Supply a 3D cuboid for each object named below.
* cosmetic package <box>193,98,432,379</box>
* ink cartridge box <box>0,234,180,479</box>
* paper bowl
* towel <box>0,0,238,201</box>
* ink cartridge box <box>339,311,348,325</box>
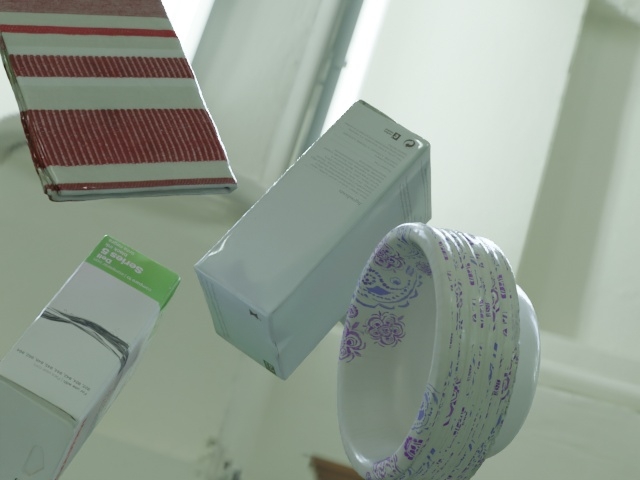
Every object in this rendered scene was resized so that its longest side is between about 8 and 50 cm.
[{"bbox_3d":[0.000,0.000,1.896,0.156,0.385,0.217,34,-25,24],"label":"cosmetic package"},{"bbox_3d":[-0.296,0.156,1.473,0.115,0.273,0.198,31,-50,0],"label":"ink cartridge box"},{"bbox_3d":[0.134,0.131,1.349,0.148,0.284,0.284,12,-16,-18],"label":"paper bowl"},{"bbox_3d":[-0.254,-0.183,1.479,0.237,0.329,0.037,-5,-33,-32],"label":"towel"},{"bbox_3d":[0.036,0.087,2.290,0.135,0.056,0.099,47,-26,30],"label":"ink cartridge box"}]
